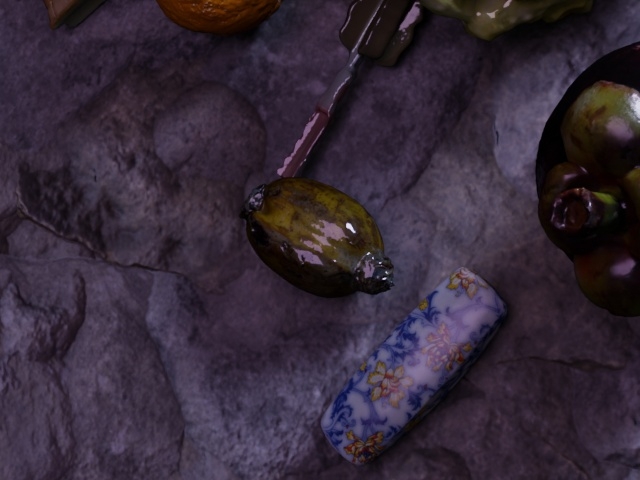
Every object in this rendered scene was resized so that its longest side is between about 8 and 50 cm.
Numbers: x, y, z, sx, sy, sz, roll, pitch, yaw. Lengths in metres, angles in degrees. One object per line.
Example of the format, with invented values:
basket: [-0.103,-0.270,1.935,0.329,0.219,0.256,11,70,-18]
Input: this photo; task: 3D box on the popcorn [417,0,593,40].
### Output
popcorn: [0.203,-0.354,1.578,0.312,0.312,0.312,-5,78,24]

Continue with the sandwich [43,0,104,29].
sandwich: [-0.331,-0.412,1.948,0.212,0.063,0.245,-38,65,15]

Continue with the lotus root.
lotus root: [0.000,0.000,1.688,0.209,0.120,0.120,31,93,26]

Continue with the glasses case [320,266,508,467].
glasses case: [0.101,0.139,1.637,0.248,0.065,0.087,-47,64,9]

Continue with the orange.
orange: [-0.129,-0.329,1.765,0.161,0.193,0.193,-17,72,3]

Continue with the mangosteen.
mangosteen: [0.318,-0.063,1.460,0.287,0.287,0.233,-45,43,10]

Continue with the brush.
brush: [0.038,-0.197,1.736,0.084,0.071,0.301,32,94,38]
